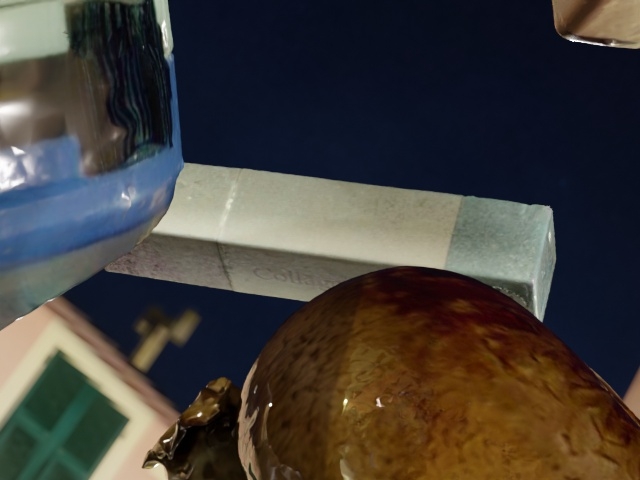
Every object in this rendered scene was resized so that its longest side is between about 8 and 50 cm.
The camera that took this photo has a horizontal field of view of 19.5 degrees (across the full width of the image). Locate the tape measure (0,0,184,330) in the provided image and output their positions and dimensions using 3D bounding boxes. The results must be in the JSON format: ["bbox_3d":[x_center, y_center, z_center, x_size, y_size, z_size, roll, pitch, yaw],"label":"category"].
[{"bbox_3d":[-0.181,-0.057,0.693,0.259,0.262,0.138,8,-63,40],"label":"tape measure"}]

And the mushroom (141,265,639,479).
[{"bbox_3d":[0.071,0.114,0.768,0.278,0.163,0.297,31,1,10],"label":"mushroom"}]

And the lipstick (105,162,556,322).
[{"bbox_3d":[0.000,0.000,1.292,0.317,0.068,0.066,8,-32,15],"label":"lipstick"}]

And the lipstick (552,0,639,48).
[{"bbox_3d":[0.132,-0.123,0.683,0.045,0.045,0.145,6,-24,-15],"label":"lipstick"}]
